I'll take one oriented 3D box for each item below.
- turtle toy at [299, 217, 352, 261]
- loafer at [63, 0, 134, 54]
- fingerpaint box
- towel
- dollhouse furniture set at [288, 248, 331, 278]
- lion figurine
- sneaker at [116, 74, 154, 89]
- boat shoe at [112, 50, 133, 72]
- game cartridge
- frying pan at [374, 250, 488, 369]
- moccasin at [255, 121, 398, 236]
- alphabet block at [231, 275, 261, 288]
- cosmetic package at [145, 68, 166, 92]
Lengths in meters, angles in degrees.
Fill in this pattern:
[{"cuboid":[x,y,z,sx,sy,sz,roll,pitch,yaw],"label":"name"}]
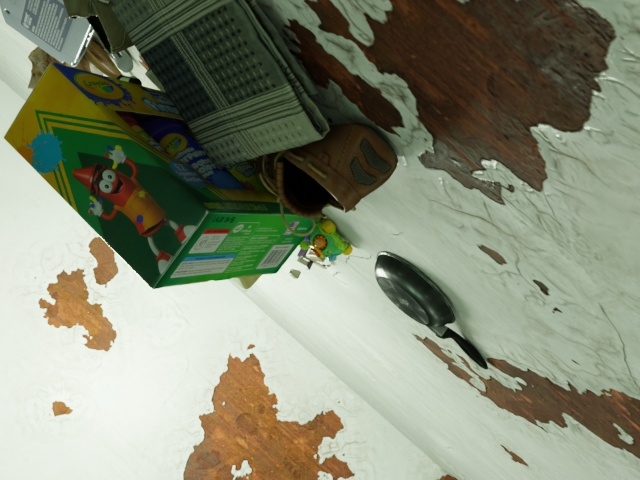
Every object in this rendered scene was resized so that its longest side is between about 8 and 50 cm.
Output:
[{"cuboid":[0.000,0.000,1.773,0.130,0.066,0.095,23,158,53],"label":"turtle toy"},{"cuboid":[-0.416,-0.432,1.529,0.251,0.087,0.094,48,165,-27],"label":"loafer"},{"cuboid":[-0.250,-0.108,1.505,0.371,0.163,0.445,43,-165,17],"label":"fingerpaint box"},{"cuboid":[-0.144,-0.255,1.249,0.324,0.056,0.312,-5,123,56],"label":"towel"},{"cuboid":[-0.002,0.061,1.973,0.081,0.091,0.114,30,169,-23],"label":"dollhouse furniture set"},{"cuboid":[-0.549,-0.396,1.996,0.240,0.142,0.392,52,151,-11],"label":"lion figurine"},{"cuboid":[-0.348,-0.244,1.874,0.145,0.147,0.384,16,179,12],"label":"sneaker"},{"cuboid":[-0.423,-0.393,1.811,0.035,0.035,0.100,66,-176,30],"label":"boat shoe"},{"cuboid":[-0.538,-0.461,1.707,0.196,0.060,0.294,32,158,-16],"label":"game cartridge"},{"cuboid":[0.201,0.140,1.706,0.197,0.053,0.326,29,159,45],"label":"frying pan"},{"cuboid":[-0.019,-0.095,1.345,0.139,0.147,0.380,46,167,-26],"label":"moccasin"},{"cuboid":[-0.180,-0.043,1.879,0.192,0.193,0.197,35,165,20],"label":"alphabet block"},{"cuboid":[-0.290,-0.317,1.643,0.060,0.041,0.115,46,166,-19],"label":"cosmetic package"}]
